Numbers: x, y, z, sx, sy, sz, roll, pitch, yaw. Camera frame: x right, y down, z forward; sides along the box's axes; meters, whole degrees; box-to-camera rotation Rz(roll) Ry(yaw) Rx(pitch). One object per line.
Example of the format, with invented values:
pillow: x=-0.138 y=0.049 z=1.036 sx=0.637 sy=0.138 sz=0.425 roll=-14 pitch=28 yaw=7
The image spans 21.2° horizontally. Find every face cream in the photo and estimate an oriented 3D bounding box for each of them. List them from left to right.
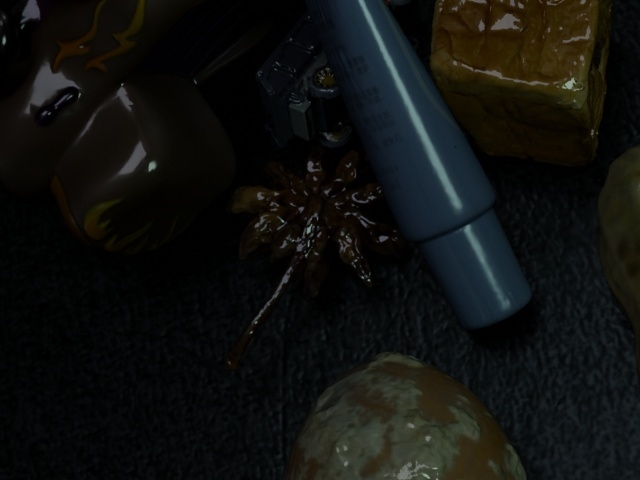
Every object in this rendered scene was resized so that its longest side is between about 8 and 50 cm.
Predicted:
face cream: x=0.066 y=-0.107 z=1.443 sx=0.086 sy=0.135 sz=0.385 roll=-28 pitch=97 yaw=-10

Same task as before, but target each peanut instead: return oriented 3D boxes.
peanut: x=0.290 y=0.054 z=1.395 sx=0.111 sy=0.125 sz=0.274 roll=-1 pitch=70 yaw=-21

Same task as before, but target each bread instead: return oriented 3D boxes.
bread: x=0.178 y=-0.162 z=1.491 sx=0.143 sy=0.158 sz=0.149 roll=5 pitch=66 yaw=19

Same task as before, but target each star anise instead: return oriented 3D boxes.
star anise: x=0.000 y=0.003 z=1.522 sx=0.177 sy=0.073 sz=0.234 roll=-6 pitch=62 yaw=8

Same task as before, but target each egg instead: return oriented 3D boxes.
egg: x=0.068 y=0.207 z=1.361 sx=0.203 sy=0.203 sz=0.245 roll=-16 pitch=60 yaw=11

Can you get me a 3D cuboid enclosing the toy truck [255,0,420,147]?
toy truck: x=0.014 y=-0.171 z=1.557 sx=0.092 sy=0.083 sz=0.192 roll=23 pitch=60 yaw=23

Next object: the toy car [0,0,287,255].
toy car: x=-0.160 y=-0.153 z=1.524 sx=0.340 sy=0.271 sz=0.240 roll=-46 pitch=72 yaw=21
